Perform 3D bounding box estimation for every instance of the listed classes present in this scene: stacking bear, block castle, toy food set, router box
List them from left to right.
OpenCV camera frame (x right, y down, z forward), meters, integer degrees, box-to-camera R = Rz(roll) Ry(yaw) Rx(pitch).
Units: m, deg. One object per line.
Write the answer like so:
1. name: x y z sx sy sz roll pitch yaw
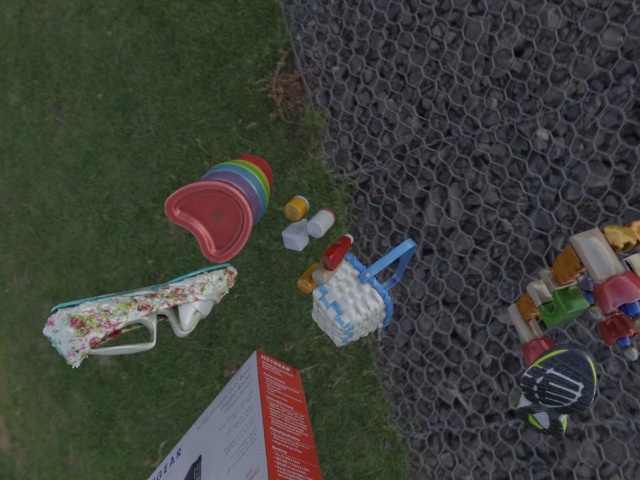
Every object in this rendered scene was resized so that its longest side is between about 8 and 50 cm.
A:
1. router box: -0.134 0.362 0.582 0.335 0.082 0.301 -51 25 14
2. stacking bear: -0.188 -0.109 1.049 0.164 0.289 0.175 -33 107 23
3. toy food set: 0.000 0.000 0.984 0.111 0.104 0.232 11 129 30
4. block castle: 0.630 0.139 0.996 0.303 0.453 0.213 -14 61 -6

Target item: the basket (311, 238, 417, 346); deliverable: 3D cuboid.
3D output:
1. basket: 0.119 0.126 1.219 0.289 0.255 0.201 -29 65 -18

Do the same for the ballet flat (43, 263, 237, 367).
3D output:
1. ballet flat: -0.207 0.094 0.584 0.091 0.241 0.077 -43 67 52

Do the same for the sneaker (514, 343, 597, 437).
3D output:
1. sneaker: 0.431 0.254 0.859 0.111 0.300 0.121 22 60 23
